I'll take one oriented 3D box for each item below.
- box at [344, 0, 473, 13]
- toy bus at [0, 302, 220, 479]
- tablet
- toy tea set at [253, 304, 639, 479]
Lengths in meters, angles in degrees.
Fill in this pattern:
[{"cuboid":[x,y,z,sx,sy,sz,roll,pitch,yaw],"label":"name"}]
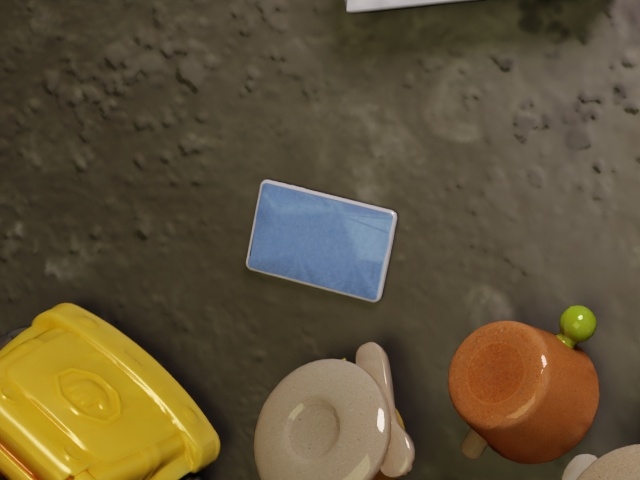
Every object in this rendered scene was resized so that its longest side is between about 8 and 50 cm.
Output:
[{"cuboid":[0.077,-0.218,0.886,0.145,0.038,0.186,-4,97,20],"label":"box"},{"cuboid":[-0.191,0.166,0.945,0.149,0.211,0.220,40,110,9],"label":"toy bus"},{"cuboid":[0.000,0.000,0.961,0.083,0.006,0.054,14,102,17],"label":"tablet"},{"cuboid":[0.129,0.132,0.895,0.336,0.124,0.200,-21,60,25],"label":"toy tea set"}]
